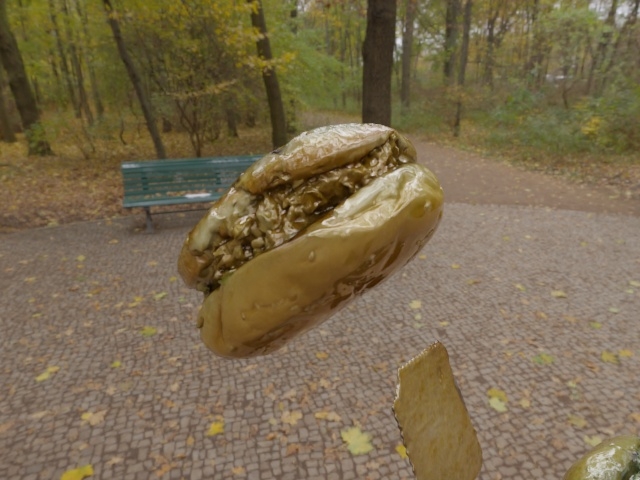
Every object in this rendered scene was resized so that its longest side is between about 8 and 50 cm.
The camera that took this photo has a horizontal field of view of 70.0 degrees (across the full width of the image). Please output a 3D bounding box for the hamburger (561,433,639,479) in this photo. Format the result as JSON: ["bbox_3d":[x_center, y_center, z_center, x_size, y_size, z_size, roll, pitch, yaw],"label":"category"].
[{"bbox_3d":[0.424,0.420,0.674,0.134,0.266,0.285,2,-10,38],"label":"hamburger"}]

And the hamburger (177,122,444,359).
[{"bbox_3d":[0.000,0.000,0.515,0.318,0.158,0.318,-33,-9,-6],"label":"hamburger"}]

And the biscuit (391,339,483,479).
[{"bbox_3d":[0.191,0.297,0.734,0.013,0.232,0.237,-23,-9,34],"label":"biscuit"}]
